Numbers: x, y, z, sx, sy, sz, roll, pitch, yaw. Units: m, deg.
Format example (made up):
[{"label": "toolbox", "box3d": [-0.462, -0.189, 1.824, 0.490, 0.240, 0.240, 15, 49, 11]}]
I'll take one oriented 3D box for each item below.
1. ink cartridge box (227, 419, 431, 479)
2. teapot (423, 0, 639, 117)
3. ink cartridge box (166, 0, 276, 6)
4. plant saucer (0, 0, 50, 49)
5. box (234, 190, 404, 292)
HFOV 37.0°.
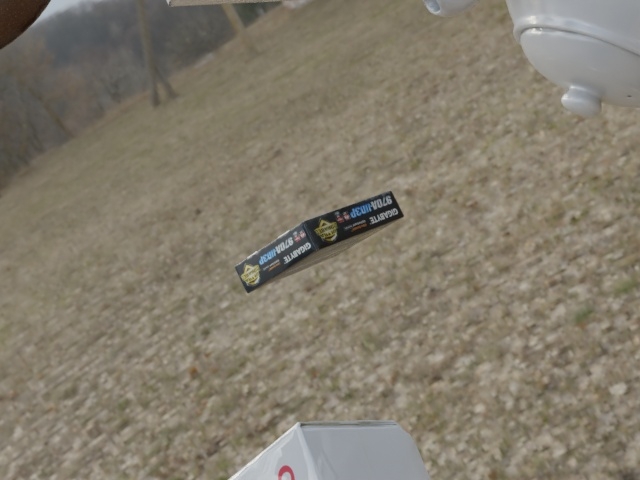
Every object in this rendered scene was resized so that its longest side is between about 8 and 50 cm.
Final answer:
[{"label": "ink cartridge box", "box3d": [-0.030, 0.321, 0.801, 0.129, 0.223, 0.307, 11, -44, -43]}, {"label": "teapot", "box3d": [0.253, -0.187, 0.775, 0.256, 0.252, 0.187, 23, 92, 29]}, {"label": "ink cartridge box", "box3d": [-0.083, -0.314, 0.814, 0.158, 0.218, 0.092, -12, -20, -33]}, {"label": "plant saucer", "box3d": [-0.226, -0.177, 0.532, 0.168, 0.168, 0.029, -33, -8, -8]}, {"label": "box", "box3d": [0.000, 0.000, 1.477, 0.175, 0.051, 0.220, -31, -7, 42]}]
